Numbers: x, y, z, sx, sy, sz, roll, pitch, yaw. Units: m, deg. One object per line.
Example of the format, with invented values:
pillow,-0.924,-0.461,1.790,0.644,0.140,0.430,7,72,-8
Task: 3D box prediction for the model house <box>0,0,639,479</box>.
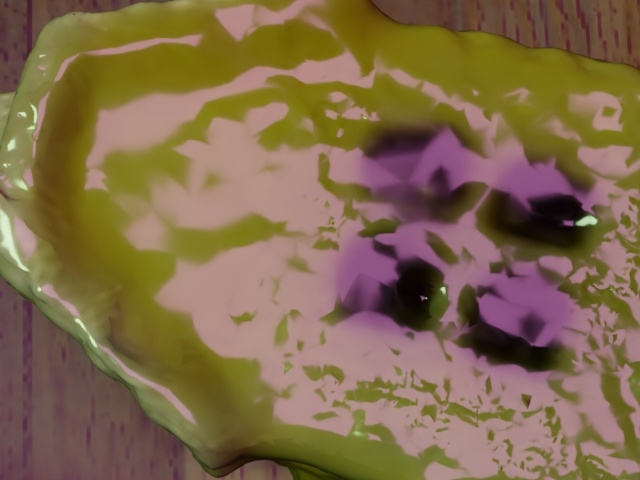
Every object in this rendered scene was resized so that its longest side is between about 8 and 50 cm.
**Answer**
model house,0.000,0.000,0.419,0.234,0.193,0.175,20,81,-2
